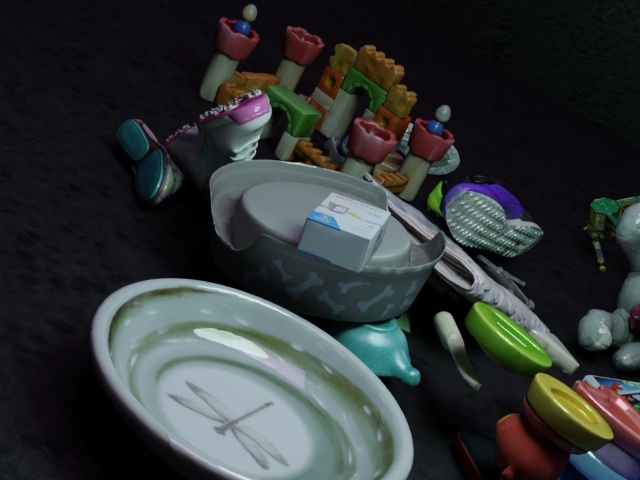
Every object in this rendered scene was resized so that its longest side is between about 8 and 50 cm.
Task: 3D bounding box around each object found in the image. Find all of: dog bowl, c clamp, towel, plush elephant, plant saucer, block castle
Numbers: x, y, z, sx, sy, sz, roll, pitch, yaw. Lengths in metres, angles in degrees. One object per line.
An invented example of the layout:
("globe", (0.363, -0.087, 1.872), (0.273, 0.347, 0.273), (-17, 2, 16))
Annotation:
("dog bowl", (0.000, 0.000, 1.780), (0.349, 0.102, 0.349), (13, 22, -6))
("c clamp", (0.329, 0.080, 2.179), (0.137, 0.022, 0.160), (39, -4, 39))
("towel", (0.220, 0.037, 2.046), (0.317, 0.053, 0.332), (45, 7, 36))
("plush elephant", (0.646, 0.137, 2.173), (0.255, 0.272, 0.330), (15, -17, 44))
("plant saucer", (-0.090, 0.196, 1.441), (0.400, 0.100, 0.400), (23, 24, -11))
("block castle", (0.018, -0.270, 2.413), (0.453, 0.213, 0.303), (40, 25, 27))

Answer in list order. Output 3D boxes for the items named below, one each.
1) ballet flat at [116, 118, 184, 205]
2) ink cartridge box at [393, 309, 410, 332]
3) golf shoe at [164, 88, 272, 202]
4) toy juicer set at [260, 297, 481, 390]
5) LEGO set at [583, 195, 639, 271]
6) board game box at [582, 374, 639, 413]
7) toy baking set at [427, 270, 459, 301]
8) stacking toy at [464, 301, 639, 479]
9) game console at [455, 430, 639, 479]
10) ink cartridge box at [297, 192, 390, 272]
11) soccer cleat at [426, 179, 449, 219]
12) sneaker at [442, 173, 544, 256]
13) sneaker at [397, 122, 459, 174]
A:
("ballet flat", (-0.260, -0.116, 1.971), (0.079, 0.077, 0.221), (35, 13, -39))
("ink cartridge box", (0.060, 0.056, 1.958), (0.209, 0.062, 0.109), (25, 22, -8))
("golf shoe", (-0.135, -0.142, 1.924), (0.115, 0.306, 0.140), (-28, 94, -24))
("toy juicer set", (0.072, 0.134, 1.767), (0.329, 0.089, 0.209), (19, 21, 7))
("LEGO set", (0.706, 0.049, 2.622), (0.255, 0.192, 0.331), (-16, 37, -18))
("board game box", (0.563, 0.305, 1.968), (0.305, 0.053, 0.193), (12, 28, -33))
("toy baking set", (0.131, 0.023, 2.038), (0.256, 0.030, 0.197), (45, 2, 36))
("stacking toy", (0.297, 0.231, 1.680), (0.309, 0.130, 0.279), (23, 19, -47))
("game console", (0.383, 0.388, 1.614), (0.386, 0.060, 0.342), (18, 24, -22))
("ink cartridge box", (0.032, -0.013, 1.626), (0.088, 0.052, 0.122), (20, 21, 9))
("soccer cleat", (0.281, -0.048, 2.412), (0.179, 0.072, 0.060), (39, 25, 26))
("sneaker", (0.289, -0.066, 2.296), (0.293, 0.102, 0.146), (24, 32, -53))
("sneaker", (0.191, -0.219, 2.664), (0.232, 0.090, 0.115), (26, 19, -7))
